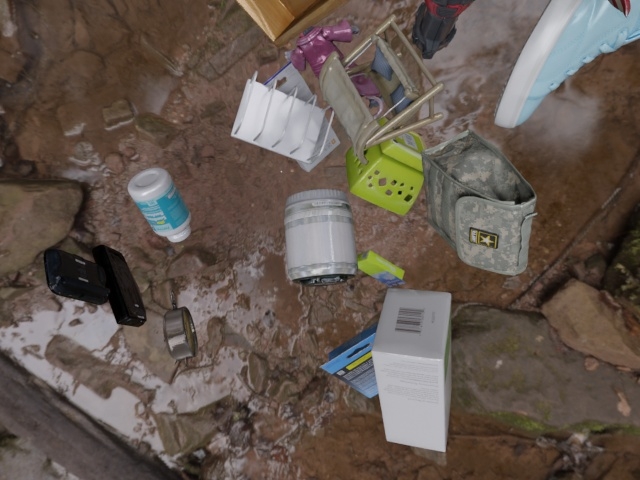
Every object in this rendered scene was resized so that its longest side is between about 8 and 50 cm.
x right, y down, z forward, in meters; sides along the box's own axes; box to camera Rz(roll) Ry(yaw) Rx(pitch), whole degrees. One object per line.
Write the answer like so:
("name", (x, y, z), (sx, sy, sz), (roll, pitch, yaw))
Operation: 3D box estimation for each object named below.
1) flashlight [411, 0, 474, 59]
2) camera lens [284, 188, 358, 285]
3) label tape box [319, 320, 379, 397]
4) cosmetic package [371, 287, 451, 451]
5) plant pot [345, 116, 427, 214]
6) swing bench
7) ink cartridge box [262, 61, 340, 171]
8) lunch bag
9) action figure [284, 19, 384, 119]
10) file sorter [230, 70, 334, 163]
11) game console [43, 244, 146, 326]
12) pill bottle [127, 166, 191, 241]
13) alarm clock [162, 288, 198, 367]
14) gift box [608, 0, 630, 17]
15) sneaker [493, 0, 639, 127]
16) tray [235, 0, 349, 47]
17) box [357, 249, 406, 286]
("flashlight", (0.194, -0.382, 0.693), (0.103, 0.304, 0.103), (-33, 95, 13))
("camera lens", (0.000, 0.000, 1.376), (0.219, 0.219, 0.275), (-4, 79, -4))
("label tape box", (0.162, 0.354, 1.394), (0.240, 0.106, 0.334), (-35, 134, 10))
("cosmetic package", (0.227, 0.310, 1.046), (0.155, 0.197, 0.366), (2, 131, 21))
("plant pot", (0.232, -0.256, 1.454), (0.226, 0.228, 0.207), (20, 130, -21))
("swing bench", (0.146, -0.383, 1.143), (0.254, 0.165, 0.254), (-29, 70, 7))
("ink cartridge box", (-0.082, -0.441, 1.597), (0.175, 0.069, 0.371), (-43, 130, -8))
("lunch bag", (0.371, -0.074, 1.026), (0.168, 0.287, 0.235), (-26, 136, -6))
("action figure", (0.014, -0.528, 1.346), (0.247, 0.276, 0.370), (-27, 124, 29))
("file sorter", (-0.116, -0.388, 1.396), (0.277, 0.173, 0.193), (17, 88, -16))
("game console", (-0.535, 0.092, 1.059), (0.043, 0.361, 0.213), (-27, 73, -3))
("pill bottle", (-0.554, -0.116, 1.564), (0.146, 0.146, 0.264), (-19, 134, -2))
("alarm clock", (-0.355, 0.214, 1.101), (0.064, 0.129, 0.192), (-11, 90, -7))
("gift box", (0.320, -0.336, 0.312), (0.257, 0.255, 0.277), (5, 88, 31))
("sneaker", (0.378, -0.293, 0.595), (0.150, 0.135, 0.366), (32, 134, 10))
("tray", (-0.066, -0.379, 0.572), (0.076, 0.411, 0.203), (-47, 113, 0))
("box", (0.212, 0.102, 1.570), (0.178, 0.109, 0.043), (31, 65, -17))
